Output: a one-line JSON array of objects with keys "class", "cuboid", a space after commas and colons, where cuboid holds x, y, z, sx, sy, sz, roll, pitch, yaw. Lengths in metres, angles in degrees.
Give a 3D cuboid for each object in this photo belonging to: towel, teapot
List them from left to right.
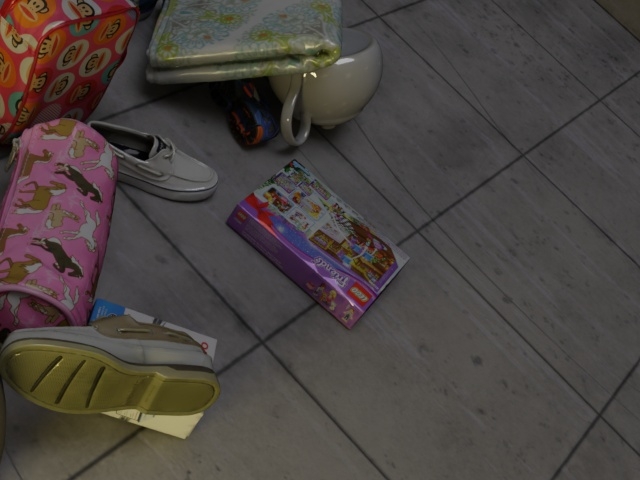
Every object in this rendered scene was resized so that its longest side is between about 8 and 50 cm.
[{"class": "towel", "cuboid": [-0.143, -0.415, 1.847, 0.374, 0.090, 0.321, -5, 40, 5]}, {"class": "teapot", "cuboid": [0.008, -0.313, 1.926, 0.256, 0.187, 0.252, -11, 31, -16]}]

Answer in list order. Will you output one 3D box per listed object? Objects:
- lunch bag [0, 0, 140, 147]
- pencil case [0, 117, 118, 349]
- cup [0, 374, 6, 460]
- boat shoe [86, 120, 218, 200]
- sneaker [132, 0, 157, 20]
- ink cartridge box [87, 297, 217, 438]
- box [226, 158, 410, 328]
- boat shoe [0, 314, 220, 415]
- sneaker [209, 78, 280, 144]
[{"class": "lunch bag", "cuboid": [-0.414, -0.292, 1.533, 0.120, 0.293, 0.258, 48, 39, 10]}, {"class": "pencil case", "cuboid": [-0.395, -0.005, 1.371, 0.167, 0.160, 0.386, 1, 45, -3]}, {"class": "cup", "cuboid": [-0.511, 0.172, 1.091, 0.331, 0.237, 0.331, 18, 45, -19]}, {"class": "boat shoe", "cuboid": [-0.289, -0.139, 1.632, 0.258, 0.084, 0.095, 11, 47, -25]}, {"class": "sneaker", "cuboid": [-0.388, -0.502, 1.780, 0.130, 0.236, 0.323, 41, 42, 6]}, {"class": "ink cartridge box", "cuboid": [-0.257, 0.185, 1.365, 0.190, 0.082, 0.140, 20, 44, -15]}, {"class": "box", "cuboid": [0.000, 0.000, 1.721, 0.293, 0.057, 0.201, 41, 41, 5]}, {"class": "boat shoe", "cuboid": [-0.278, 0.157, 1.240, 0.302, 0.113, 0.103, 19, 32, -38]}, {"class": "sneaker", "cuboid": [-0.150, -0.276, 1.868, 0.087, 0.083, 0.221, 1, 58, -47]}]
